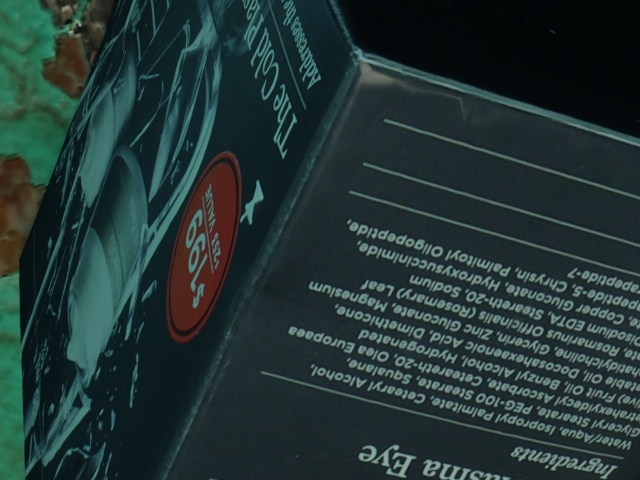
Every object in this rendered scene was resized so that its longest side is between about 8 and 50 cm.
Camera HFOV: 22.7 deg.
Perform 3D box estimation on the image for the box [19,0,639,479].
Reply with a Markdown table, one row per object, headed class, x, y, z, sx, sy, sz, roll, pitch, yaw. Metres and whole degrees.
| class | x | y | z | sx | sy | sz | roll | pitch | yaw |
| --- | --- | --- | --- | --- | --- | --- | --- | --- | --- |
| box | 0.000 | 0.000 | 0.688 | 0.179 | 0.343 | 0.312 | 14 | 119 | -20 |
